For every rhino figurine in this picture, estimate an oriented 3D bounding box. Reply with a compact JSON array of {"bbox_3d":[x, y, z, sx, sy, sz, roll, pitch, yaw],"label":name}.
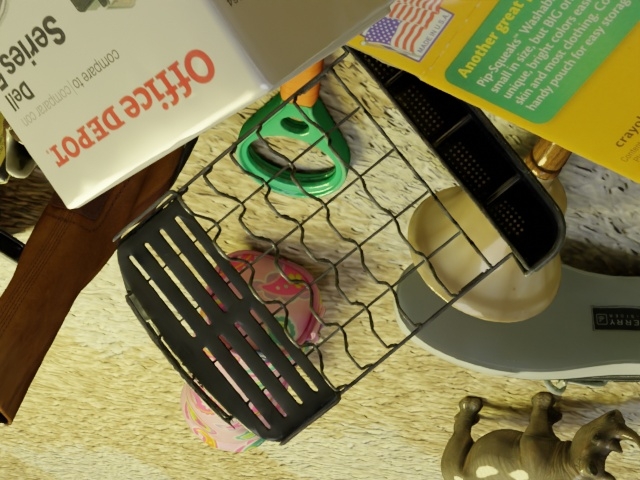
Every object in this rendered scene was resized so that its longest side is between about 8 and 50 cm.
[{"bbox_3d":[0.228,0.220,1.352,0.243,0.106,0.073,-10,145,39],"label":"rhino figurine"}]

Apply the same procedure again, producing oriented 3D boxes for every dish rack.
[{"bbox_3d":[0.000,0.000,0.866,0.208,0.271,0.074,51,-175,2],"label":"dish rack"}]

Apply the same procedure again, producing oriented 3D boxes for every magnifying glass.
[{"bbox_3d":[-0.017,-0.095,0.971,0.092,0.026,0.231,14,152,2],"label":"magnifying glass"}]

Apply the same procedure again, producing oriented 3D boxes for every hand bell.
[{"bbox_3d":[0.158,-0.059,0.897,0.126,0.126,0.242,18,141,-6],"label":"hand bell"}]

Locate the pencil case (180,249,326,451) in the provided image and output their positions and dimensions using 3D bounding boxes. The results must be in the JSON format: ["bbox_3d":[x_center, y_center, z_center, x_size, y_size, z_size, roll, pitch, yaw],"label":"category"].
[{"bbox_3d":[-0.071,0.118,1.291,0.124,0.124,0.284,16,150,-3],"label":"pencil case"}]

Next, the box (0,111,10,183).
[{"bbox_3d":[-0.347,-0.126,1.035,0.087,0.058,0.232,-4,147,33],"label":"box"}]

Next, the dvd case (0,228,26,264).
[{"bbox_3d":[-0.352,-0.036,1.171,0.253,0.022,0.180,38,170,-37],"label":"dvd case"}]

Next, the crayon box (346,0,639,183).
[{"bbox_3d":[0.196,-0.132,0.681,0.322,0.083,0.203,22,134,-16],"label":"crayon box"}]

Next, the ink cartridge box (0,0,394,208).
[{"bbox_3d":[-0.119,-0.176,0.645,0.198,0.115,0.273,-23,103,49],"label":"ink cartridge box"}]

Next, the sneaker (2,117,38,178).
[{"bbox_3d":[-0.205,-0.108,0.986,0.066,0.071,0.188,20,153,-9],"label":"sneaker"}]

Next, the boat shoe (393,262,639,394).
[{"bbox_3d":[0.209,0.071,1.083,0.306,0.113,0.105,0,159,-6],"label":"boat shoe"}]

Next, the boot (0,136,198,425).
[{"bbox_3d":[-0.179,-0.026,0.894,0.096,0.280,0.264,31,154,-1],"label":"boot"}]
